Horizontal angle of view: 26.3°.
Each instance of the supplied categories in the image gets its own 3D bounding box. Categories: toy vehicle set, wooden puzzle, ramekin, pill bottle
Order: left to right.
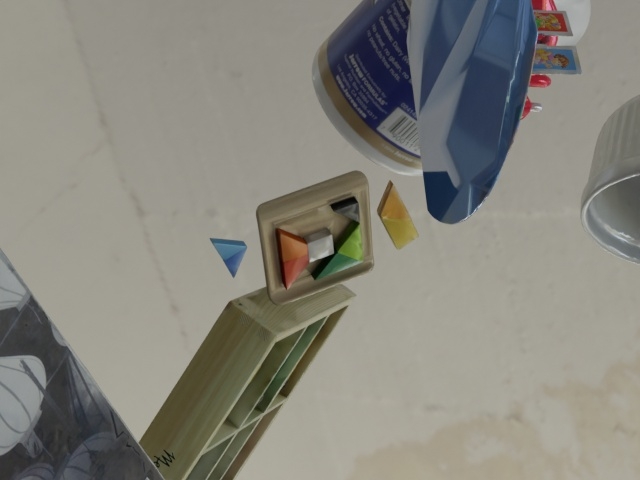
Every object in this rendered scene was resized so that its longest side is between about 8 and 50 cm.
[{"bbox_3d":[-0.083,0.142,0.888,0.035,0.166,0.266,36,-74,11],"label":"toy vehicle set"},{"bbox_3d":[0.000,0.000,0.777,0.014,0.116,0.078,55,-13,46],"label":"wooden puzzle"},{"bbox_3d":[0.126,-0.185,1.134,0.153,0.153,0.265,44,-55,-4],"label":"pill bottle"},{"bbox_3d":[0.363,-0.063,1.342,0.207,0.109,0.207,8,-27,4],"label":"ramekin"}]

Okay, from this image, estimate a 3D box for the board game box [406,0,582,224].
[{"bbox_3d":[0.076,-0.088,0.596,0.033,0.168,0.133,4,-33,-13],"label":"board game box"}]

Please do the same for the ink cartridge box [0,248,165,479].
[{"bbox_3d":[-0.154,0.123,0.586,0.065,0.165,0.332,14,-30,25],"label":"ink cartridge box"}]
